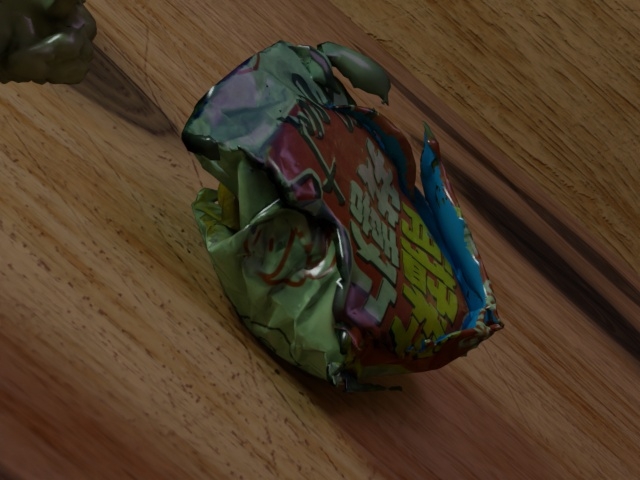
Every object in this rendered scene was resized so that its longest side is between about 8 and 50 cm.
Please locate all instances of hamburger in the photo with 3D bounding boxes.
[{"bbox_3d":[-0.003,-0.004,0.870,0.261,0.150,0.276,-27,85,-54],"label":"hamburger"}]

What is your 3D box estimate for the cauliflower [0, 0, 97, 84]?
[{"bbox_3d":[-0.230,-0.156,0.452,0.327,0.281,0.260,17,24,-31],"label":"cauliflower"}]
